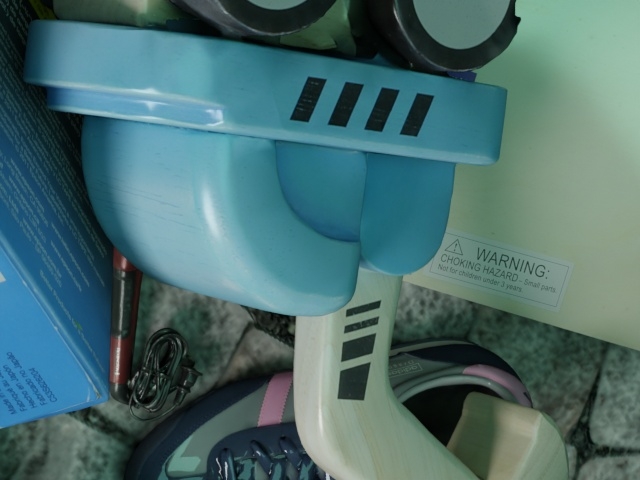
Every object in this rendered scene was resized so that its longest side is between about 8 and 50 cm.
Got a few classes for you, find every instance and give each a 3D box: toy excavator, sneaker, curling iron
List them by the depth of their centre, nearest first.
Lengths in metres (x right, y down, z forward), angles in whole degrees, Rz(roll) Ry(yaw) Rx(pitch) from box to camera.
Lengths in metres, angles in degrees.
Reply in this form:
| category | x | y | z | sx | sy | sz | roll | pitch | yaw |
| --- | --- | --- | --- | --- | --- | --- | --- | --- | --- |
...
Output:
| category | x | y | z | sx | sy | sz | roll | pitch | yaw |
| --- | --- | --- | --- | --- | --- | --- | --- | --- | --- |
| toy excavator | 0.000 | 0.000 | 1.169 | 0.433 | 0.222 | 0.445 | 6 | 95 | -38 |
| curling iron | -0.129 | 0.000 | 1.345 | 0.068 | 0.035 | 0.274 | -6 | 101 | -21 |
| sneaker | 0.010 | 0.153 | 1.363 | 0.319 | 0.131 | 0.112 | -19 | 105 | -14 |

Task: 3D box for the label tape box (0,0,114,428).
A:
| category | x | y | z | sx | sy | sz | roll | pitch | yaw |
| --- | --- | --- | --- | --- | --- | --- | --- | --- | --- |
| label tape box | -0.221 | -0.081 | 1.151 | 0.106 | 0.333 | 0.240 | -16 | 133 | 11 |

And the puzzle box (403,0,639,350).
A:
| category | x | y | z | sx | sy | sz | roll | pitch | yaw |
| --- | --- | --- | --- | --- | --- | --- | --- | --- | --- |
| puzzle box | 0.140 | -0.088 | 1.315 | 0.409 | 0.052 | 0.272 | 17 | 107 | -1 |
